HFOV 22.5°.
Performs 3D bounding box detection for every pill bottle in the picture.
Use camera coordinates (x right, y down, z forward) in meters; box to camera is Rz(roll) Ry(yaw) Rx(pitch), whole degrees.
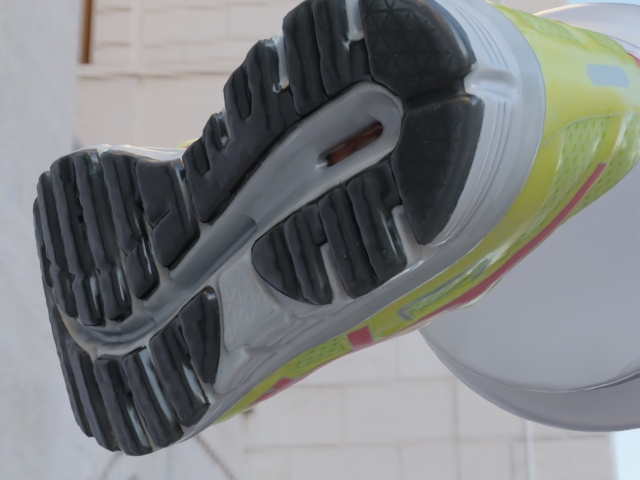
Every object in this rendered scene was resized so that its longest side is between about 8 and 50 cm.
[{"bbox_3d":[0.113,-0.007,0.610,0.152,0.152,0.272,-9,-5,19],"label":"pill bottle"}]

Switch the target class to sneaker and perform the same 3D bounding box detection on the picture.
[{"bbox_3d":[0.000,0.000,0.406,0.094,0.081,0.208,-9,-9,-39],"label":"sneaker"}]
